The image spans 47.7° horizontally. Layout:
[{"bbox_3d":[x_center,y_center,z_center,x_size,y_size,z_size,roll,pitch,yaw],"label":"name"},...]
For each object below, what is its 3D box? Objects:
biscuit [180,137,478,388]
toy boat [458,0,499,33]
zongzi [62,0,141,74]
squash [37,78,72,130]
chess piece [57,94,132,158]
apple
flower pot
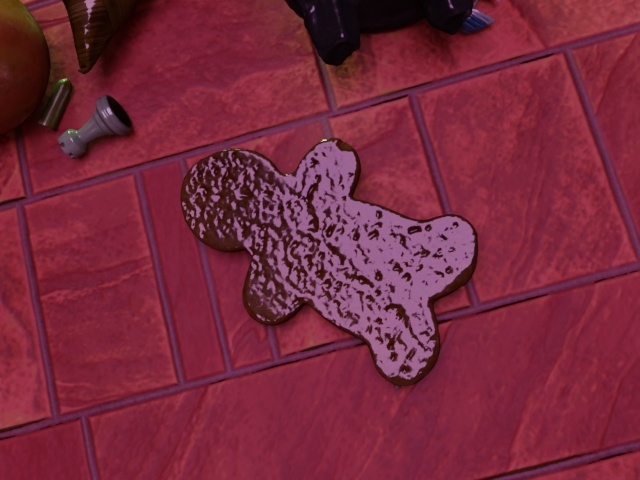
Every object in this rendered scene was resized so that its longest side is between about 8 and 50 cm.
[{"bbox_3d":[0.000,0.001,1.027,0.432,0.064,0.283,24,92,11],"label":"biscuit"},{"bbox_3d":[0.220,-0.384,1.092,0.105,0.034,0.149,10,81,6],"label":"toy boat"},{"bbox_3d":[-0.271,-0.411,1.096,0.286,0.134,0.288,-13,78,6],"label":"zongzi"},{"bbox_3d":[-0.412,-0.214,1.130,0.027,0.027,0.083,20,80,9],"label":"squash"},{"bbox_3d":[-0.346,-0.168,1.100,0.103,0.067,0.067,-31,78,8],"label":"chess piece"},{"bbox_3d":[-0.532,-0.268,1.052,0.254,0.253,0.253,-1,79,6],"label":"apple"},{"bbox_3d":[0.057,-0.414,0.991,0.299,0.299,0.282,-10,72,4],"label":"flower pot"}]
